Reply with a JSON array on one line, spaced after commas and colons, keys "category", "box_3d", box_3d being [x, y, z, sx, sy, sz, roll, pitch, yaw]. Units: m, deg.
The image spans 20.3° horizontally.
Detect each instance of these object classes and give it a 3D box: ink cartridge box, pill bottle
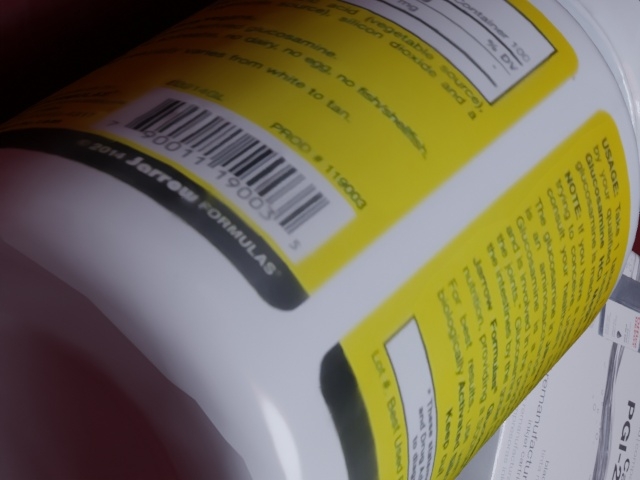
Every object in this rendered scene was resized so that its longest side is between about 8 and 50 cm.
[{"category": "ink cartridge box", "box_3d": [0.106, 0.072, 0.928, 0.218, 0.092, 0.158, 26, 75, -59]}, {"category": "pill bottle", "box_3d": [0.000, 0.000, 0.647, 0.334, 0.188, 0.188, -39, 128, -48]}]
